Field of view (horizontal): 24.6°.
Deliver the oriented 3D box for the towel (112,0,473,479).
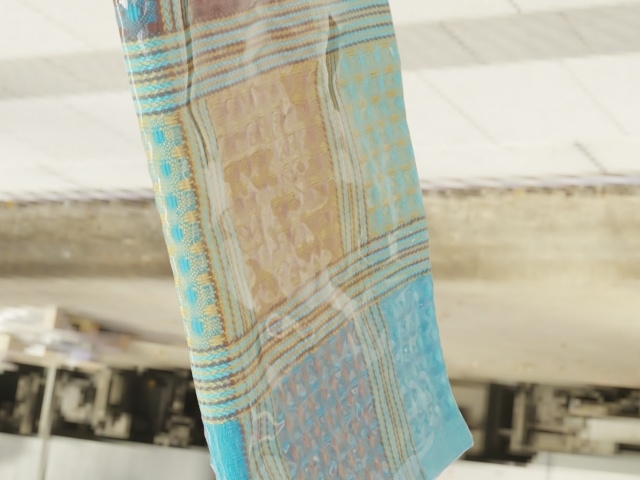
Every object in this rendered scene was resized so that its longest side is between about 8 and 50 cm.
[{"bbox_3d":[0.000,0.000,0.798,0.040,0.370,0.271,-4,-165,26],"label":"towel"}]
